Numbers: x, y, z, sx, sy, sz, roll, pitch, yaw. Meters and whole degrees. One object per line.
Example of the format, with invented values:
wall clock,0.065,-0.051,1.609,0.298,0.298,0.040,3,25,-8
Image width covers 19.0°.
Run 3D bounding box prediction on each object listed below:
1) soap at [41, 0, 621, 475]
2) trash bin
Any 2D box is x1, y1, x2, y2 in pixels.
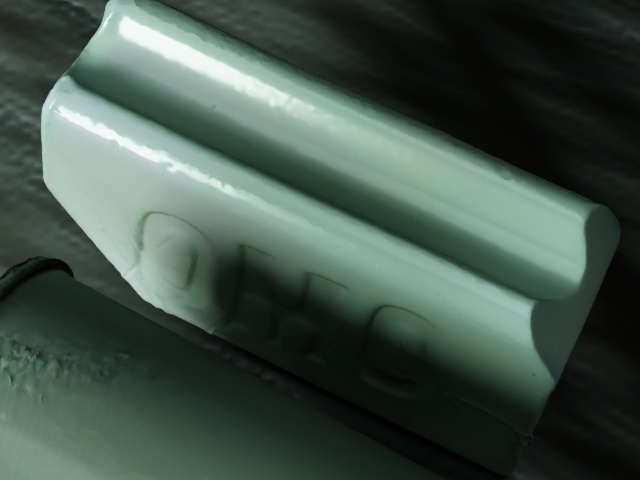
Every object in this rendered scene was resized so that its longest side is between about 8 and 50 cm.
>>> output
soap,0.000,0.000,1.008,0.289,0.173,0.095,26,62,7
trash bin,-0.068,0.162,0.884,0.262,0.217,0.277,27,29,9
